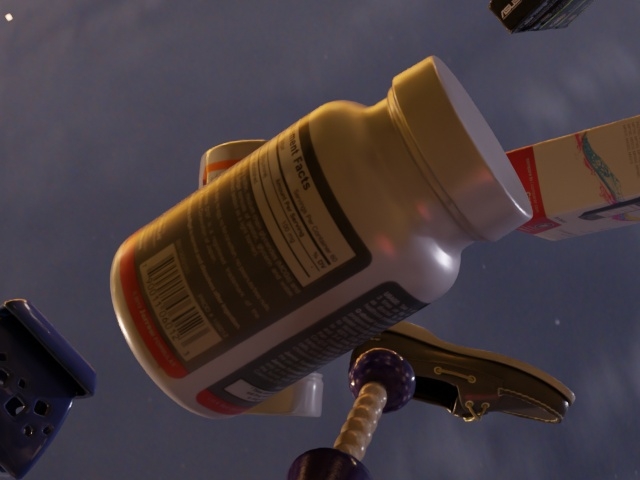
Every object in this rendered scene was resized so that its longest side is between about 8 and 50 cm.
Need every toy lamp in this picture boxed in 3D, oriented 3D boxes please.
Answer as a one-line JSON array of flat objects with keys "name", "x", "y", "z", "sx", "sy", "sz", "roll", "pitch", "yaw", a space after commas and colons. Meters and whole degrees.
[{"name": "toy lamp", "x": 0.028, "y": 0.183, "z": 0.842, "sx": 0.080, "sy": 0.080, "sz": 0.274, "roll": -4, "pitch": -165, "yaw": 18}]

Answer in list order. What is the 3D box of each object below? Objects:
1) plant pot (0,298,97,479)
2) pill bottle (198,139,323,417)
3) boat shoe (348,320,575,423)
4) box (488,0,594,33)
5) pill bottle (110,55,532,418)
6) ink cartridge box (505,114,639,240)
[{"name": "plant pot", "x": -0.511, "y": 0.231, "z": 1.529, "sx": 0.212, "sy": 0.236, "sz": 0.236, "roll": -46, "pitch": -169, "yaw": -26}, {"name": "pill bottle", "x": -0.082, "y": 0.065, "z": 1.425, "sx": 0.224, "sy": 0.224, "sz": 0.393, "roll": -1, "pitch": -101, "yaw": 21}, {"name": "boat shoe", "x": 0.187, "y": 0.195, "z": 1.279, "sx": 0.304, "sy": 0.109, "sz": 0.091, "roll": 18, "pitch": -118, "yaw": 8}, {"name": "box", "x": 0.279, "y": -0.291, "z": 0.957, "sx": 0.045, "sy": 0.190, "sz": 0.184, "roll": 52, "pitch": -146, "yaw": 8}, {"name": "pill bottle", "x": 0.000, "y": 0.000, "z": 0.891, "sx": 0.362, "sy": 0.210, "sz": 0.210, "roll": -32, "pitch": -137, "yaw": 17}, {"name": "ink cartridge box", "x": 0.469, "y": -0.099, "z": 1.523, "sx": 0.306, "sy": 0.226, "sz": 0.131, "roll": -13, "pitch": -104, "yaw": 32}]
